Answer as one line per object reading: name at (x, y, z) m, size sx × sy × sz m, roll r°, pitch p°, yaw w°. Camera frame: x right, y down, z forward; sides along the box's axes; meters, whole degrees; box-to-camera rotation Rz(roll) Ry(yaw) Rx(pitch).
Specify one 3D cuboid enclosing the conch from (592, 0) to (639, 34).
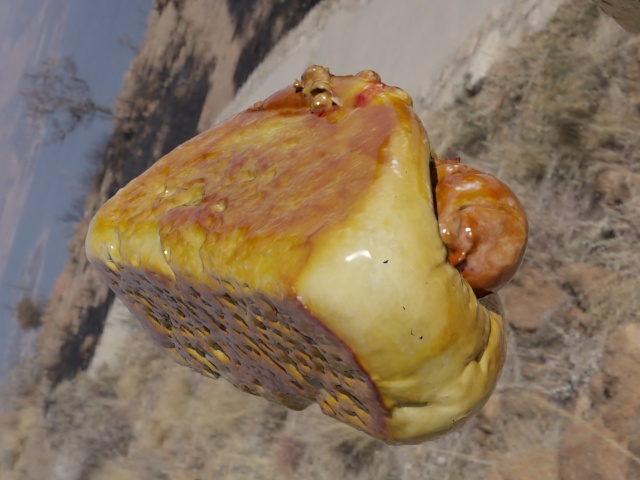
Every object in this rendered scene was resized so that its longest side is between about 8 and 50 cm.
conch at (0.182, -0.185, 0.378) m, size 0.186 × 0.324 × 0.263 m, roll 14°, pitch 82°, yaw 40°

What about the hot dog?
hot dog at (0.000, 0.000, 0.526) m, size 0.153 × 0.150 × 0.256 m, roll -45°, pitch 30°, yaw -26°
